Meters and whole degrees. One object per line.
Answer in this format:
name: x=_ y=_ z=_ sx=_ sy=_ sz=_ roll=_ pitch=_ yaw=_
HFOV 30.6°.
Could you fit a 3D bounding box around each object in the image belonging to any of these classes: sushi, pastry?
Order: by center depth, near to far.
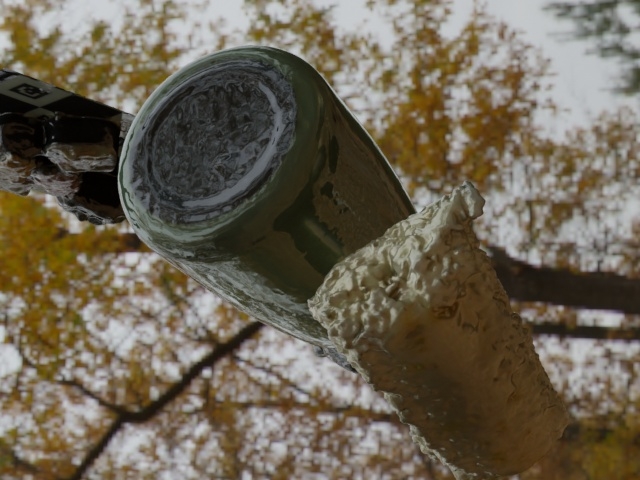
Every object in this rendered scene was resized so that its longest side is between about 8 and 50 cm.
pastry: x=0.084 y=0.082 z=0.757 sx=0.089 sy=0.121 sz=0.258 roll=-104 pitch=-11 yaw=-45
sushi: x=-0.300 y=-0.075 z=1.349 sx=0.359 sy=0.343 sz=0.064 roll=17 pitch=-110 yaw=-43

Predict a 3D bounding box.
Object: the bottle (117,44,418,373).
bottle: x=0.002 y=0.000 z=0.911 sx=0.347 sy=0.168 sz=0.168 roll=42 pitch=-128 yaw=-54
